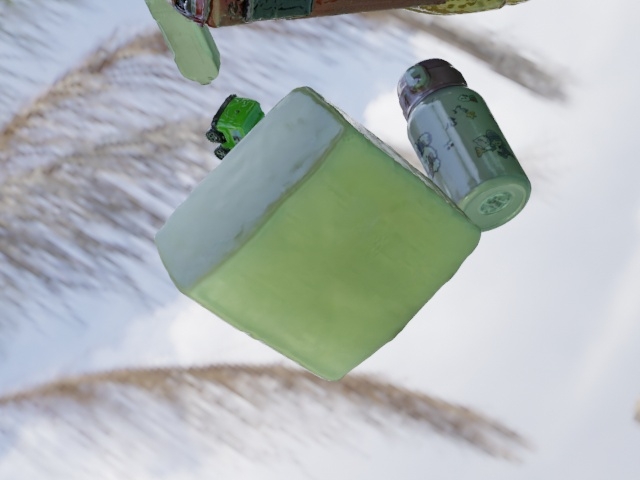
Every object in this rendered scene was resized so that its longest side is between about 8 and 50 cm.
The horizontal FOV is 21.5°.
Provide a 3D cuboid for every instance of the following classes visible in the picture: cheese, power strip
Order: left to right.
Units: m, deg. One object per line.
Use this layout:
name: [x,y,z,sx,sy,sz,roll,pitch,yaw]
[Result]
power strip: [-0.149,-0.233,1.821,0.191,0.047,0.030,67,-155,-55]
cheese: [0.000,0.000,1.756,0.242,0.124,0.265,-48,-44,7]

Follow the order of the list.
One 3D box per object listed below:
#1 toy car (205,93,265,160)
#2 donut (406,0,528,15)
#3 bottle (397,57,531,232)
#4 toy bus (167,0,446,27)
toy car: [-0.092,-0.117,2.252,0.071,0.062,0.165,-59,-40,-34]
donut: [0.198,-0.469,2.273,0.449,0.449,0.198,-43,-37,-30]
bottle: [0.170,-0.128,2.103,0.110,0.233,0.110,-17,-33,-11]
toy bus: [-0.011,-0.218,1.353,0.234,0.096,0.074,-9,-58,-25]
